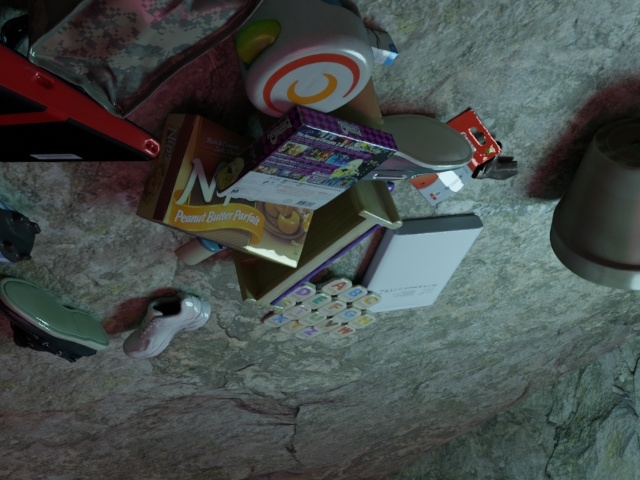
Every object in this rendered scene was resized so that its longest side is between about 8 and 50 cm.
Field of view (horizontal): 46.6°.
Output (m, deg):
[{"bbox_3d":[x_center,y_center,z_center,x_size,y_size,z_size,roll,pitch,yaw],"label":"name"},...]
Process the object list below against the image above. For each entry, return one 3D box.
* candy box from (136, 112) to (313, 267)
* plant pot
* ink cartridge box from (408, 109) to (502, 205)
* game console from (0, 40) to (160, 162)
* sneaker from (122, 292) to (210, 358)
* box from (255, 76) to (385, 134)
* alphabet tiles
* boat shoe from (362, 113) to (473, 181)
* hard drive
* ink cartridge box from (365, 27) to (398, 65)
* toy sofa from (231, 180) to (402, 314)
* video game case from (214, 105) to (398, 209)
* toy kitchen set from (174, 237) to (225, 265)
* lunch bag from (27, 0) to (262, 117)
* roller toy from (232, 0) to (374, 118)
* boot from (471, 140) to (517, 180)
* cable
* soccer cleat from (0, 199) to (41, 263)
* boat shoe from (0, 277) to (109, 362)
[{"bbox_3d":[-0.147,-0.080,1.301,0.088,0.182,0.317,11,172,44],"label":"candy box"},{"bbox_3d":[0.671,-0.100,1.607,0.323,0.323,0.280,-15,131,-4],"label":"plant pot"},{"bbox_3d":[0.260,-0.160,1.484,0.179,0.045,0.145,-29,133,22],"label":"ink cartridge box"},{"bbox_3d":[-0.447,-0.180,0.949,0.387,0.060,0.342,5,168,36],"label":"game console"},{"bbox_3d":[-0.374,0.183,1.701,0.232,0.090,0.115,-35,139,9],"label":"sneaker"},{"bbox_3d":[-0.003,-0.217,1.244,0.201,0.021,0.164,-17,115,0],"label":"box"},{"bbox_3d":[0.003,0.180,1.881,0.278,0.021,0.284,-31,138,32],"label":"alphabet tiles"},{"bbox_3d":[0.127,-0.164,1.386,0.320,0.116,0.099,0,150,-19],"label":"boat shoe"},{"bbox_3d":[0.230,0.065,1.840,0.233,0.047,0.353,-5,147,-19],"label":"hard drive"},{"bbox_3d":[0.078,-0.312,1.185,0.083,0.048,0.028,4,142,-32],"label":"ink cartridge box"},{"bbox_3d":[0.000,0.000,1.530,0.363,0.150,0.177,-38,142,28],"label":"toy sofa"},{"bbox_3d":[-0.021,-0.126,1.220,0.232,0.041,0.210,6,149,-46],"label":"video game case"},{"bbox_3d":[-0.205,-0.067,1.410,0.122,0.166,0.207,-29,-178,23],"label":"toy kitchen set"},{"bbox_3d":[-0.194,-0.325,0.856,0.287,0.235,0.169,-31,143,20],"label":"lunch bag"},{"bbox_3d":[-0.028,-0.283,1.088,0.191,0.146,0.209,-14,158,-3],"label":"roller toy"},{"bbox_3d":[0.387,-0.167,1.575,0.114,0.037,0.106,0,143,-32],"label":"boot"},{"bbox_3d":[-0.376,-0.257,1.060,0.151,0.047,0.185,-30,149,27],"label":"cable"},{"bbox_3d":[-0.582,-0.049,1.182,0.143,0.116,0.331,6,155,10],"label":"soccer cleat"},{"bbox_3d":[-0.580,0.181,1.544,0.113,0.127,0.340,-34,156,3],"label":"boat shoe"}]
